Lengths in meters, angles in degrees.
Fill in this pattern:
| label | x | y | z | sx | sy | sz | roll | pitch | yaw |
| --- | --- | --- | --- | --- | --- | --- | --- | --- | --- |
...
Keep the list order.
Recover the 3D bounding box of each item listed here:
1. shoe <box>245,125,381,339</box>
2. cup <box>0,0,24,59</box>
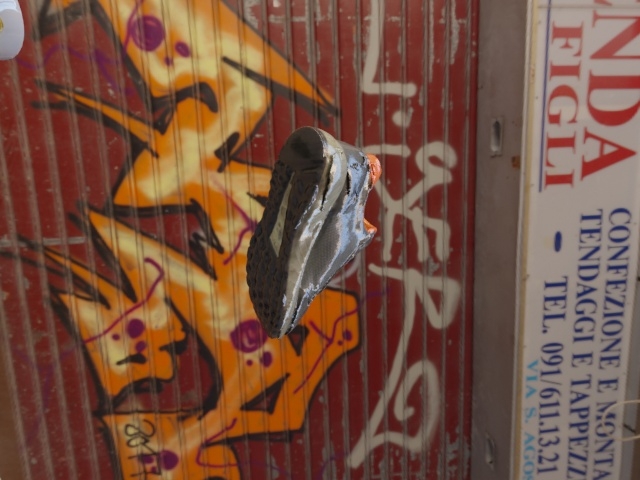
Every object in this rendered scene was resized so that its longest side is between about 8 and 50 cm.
| label | x | y | z | sx | sy | sz | roll | pitch | yaw |
| --- | --- | --- | --- | --- | --- | --- | --- | --- | --- |
| shoe | 0.000 | 0.000 | 0.614 | 0.132 | 0.171 | 0.336 | 47 | -52 | 42 |
| cup | -0.632 | -0.342 | 0.629 | 0.241 | 0.185 | 0.226 | -48 | -175 | 36 |
